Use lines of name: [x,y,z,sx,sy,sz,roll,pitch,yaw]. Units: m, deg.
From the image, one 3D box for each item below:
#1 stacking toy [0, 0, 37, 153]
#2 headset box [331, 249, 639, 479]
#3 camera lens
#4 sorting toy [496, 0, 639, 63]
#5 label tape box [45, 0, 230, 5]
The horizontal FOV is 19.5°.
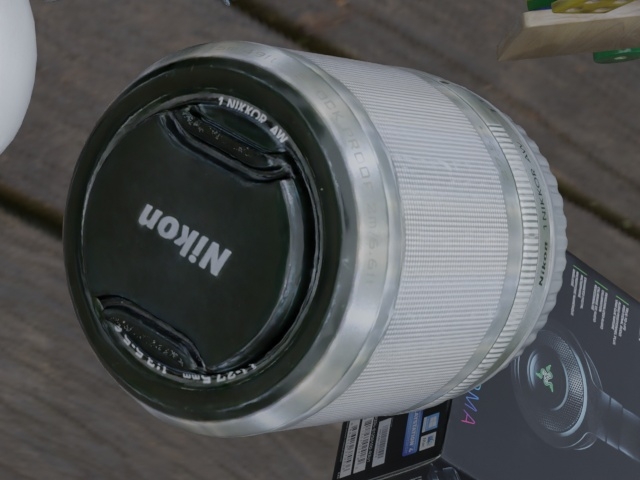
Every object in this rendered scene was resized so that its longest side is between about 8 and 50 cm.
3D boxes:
stacking toy: [-0.275,-0.217,0.713,0.350,0.350,0.480,-39,109,-25]
headset box: [0.168,0.145,1.509,0.283,0.131,0.246,34,51,-29]
camera lens: [0.000,0.000,1.112,0.274,0.219,0.219,1,84,-57]
sorting toy: [0.207,-0.177,1.409,0.132,0.274,0.046,-7,85,-4]
label tape box: [-0.198,-0.290,1.221,0.106,0.333,0.240,-29,65,4]
